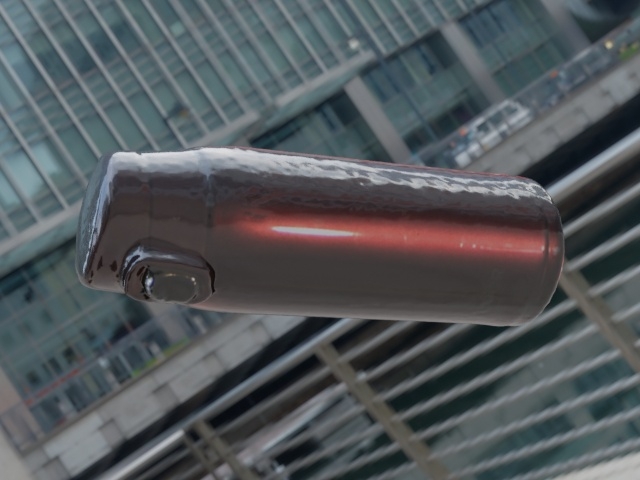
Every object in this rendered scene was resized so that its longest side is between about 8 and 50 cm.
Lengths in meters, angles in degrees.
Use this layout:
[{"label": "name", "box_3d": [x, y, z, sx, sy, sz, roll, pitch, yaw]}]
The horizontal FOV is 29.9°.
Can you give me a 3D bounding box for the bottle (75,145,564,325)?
[{"label": "bottle", "box_3d": [0.000, 0.000, 0.405, 0.164, 0.060, 0.060, 4, -21, -24]}]
